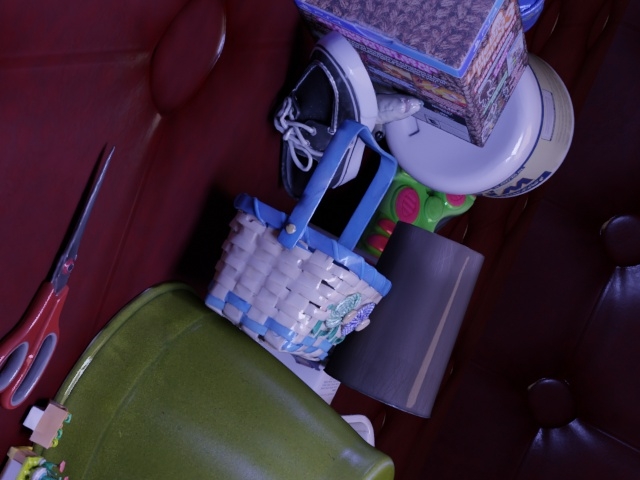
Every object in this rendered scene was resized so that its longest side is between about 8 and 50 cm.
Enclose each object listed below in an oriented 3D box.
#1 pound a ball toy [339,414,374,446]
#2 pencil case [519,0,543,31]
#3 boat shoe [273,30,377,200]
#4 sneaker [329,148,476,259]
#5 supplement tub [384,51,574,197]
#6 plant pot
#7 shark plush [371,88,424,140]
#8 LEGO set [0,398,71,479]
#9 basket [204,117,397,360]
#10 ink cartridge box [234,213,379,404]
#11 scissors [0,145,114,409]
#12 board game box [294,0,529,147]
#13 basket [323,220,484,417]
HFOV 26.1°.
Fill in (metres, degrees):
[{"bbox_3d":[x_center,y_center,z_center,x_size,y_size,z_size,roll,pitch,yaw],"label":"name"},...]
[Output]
[{"bbox_3d":[-0.081,0.348,1.941,0.135,0.319,0.208,10,77,-54],"label":"pound a ball toy"},{"bbox_3d":[0.259,-0.357,1.933,0.306,0.119,0.133,-35,127,-82],"label":"pencil case"},{"bbox_3d":[-0.007,-0.148,1.768,0.105,0.113,0.306,-31,164,-18],"label":"boat shoe"},{"bbox_3d":[0.102,-0.030,2.204,0.202,0.185,0.483,-27,-162,37],"label":"sneaker"},{"bbox_3d":[0.248,-0.183,2.079,0.235,0.235,0.325,-66,159,10],"label":"supplement tub"},{"bbox_3d":[-0.113,0.291,1.698,0.366,0.353,0.366,-52,159,-29],"label":"plant pot"},{"bbox_3d":[0.078,-0.166,1.816,0.067,0.073,0.161,-19,178,-16],"label":"shark plush"},{"bbox_3d":[-0.339,0.316,1.506,0.287,0.107,0.132,-50,159,-33],"label":"LEGO set"},{"bbox_3d":[0.000,0.000,1.723,0.289,0.201,0.255,-65,162,-1],"label":"basket"},{"bbox_3d":[-0.028,0.104,1.960,0.237,0.172,0.100,-64,160,6],"label":"ink cartridge box"},{"bbox_3d":[-0.272,0.042,1.449,0.297,0.021,0.109,-63,160,-3],"label":"scissors"},{"bbox_3d":[0.122,-0.266,1.749,0.141,0.232,0.291,-61,163,-7],"label":"board game box"},{"bbox_3d":[0.118,0.101,1.844,0.204,0.154,0.227,-156,-91,-83],"label":"basket"}]
